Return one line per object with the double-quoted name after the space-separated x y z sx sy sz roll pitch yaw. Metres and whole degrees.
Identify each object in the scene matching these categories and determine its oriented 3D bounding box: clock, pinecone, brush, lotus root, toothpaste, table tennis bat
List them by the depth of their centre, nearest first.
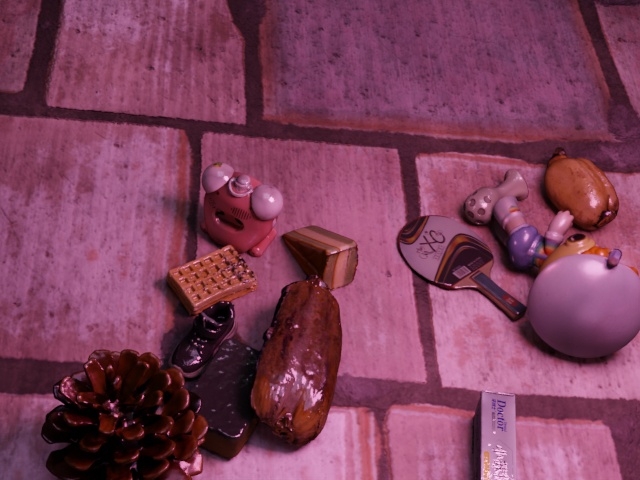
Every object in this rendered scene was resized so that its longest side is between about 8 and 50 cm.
-0.303 0.279 1.721 0.264 0.264 0.264 6 47 -6 "pinecone"
0.287 0.397 1.843 0.071 0.089 0.313 7 47 2 "toothpaste"
-0.152 0.261 1.894 0.123 0.059 0.197 23 47 11 "brush"
-0.016 0.190 1.928 0.167 0.078 0.329 37 44 -27 "lotus root"
-0.154 -0.059 2.119 0.166 0.162 0.093 26 51 13 "clock"
0.280 0.054 2.203 0.173 0.022 0.301 -30 58 -32 "table tennis bat"
0.534 -0.111 2.341 0.125 0.118 0.221 13 33 -46 "lotus root"

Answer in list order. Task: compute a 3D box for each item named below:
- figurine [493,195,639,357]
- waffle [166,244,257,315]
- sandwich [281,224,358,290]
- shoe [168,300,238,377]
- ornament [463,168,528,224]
0.443 0.073 2.143 0.205 0.225 0.382 -24 30 -15 "figurine"
-0.199 0.073 2.069 0.148 0.042 0.102 -23 56 -29 "waffle"
0.000 0.000 2.128 0.079 0.113 0.163 -16 53 -24 "sandwich"
-0.200 0.159 1.951 0.071 0.099 0.169 31 50 13 "shoe"
0.355 -0.084 2.311 0.156 0.075 0.081 -33 19 -34 "ornament"
